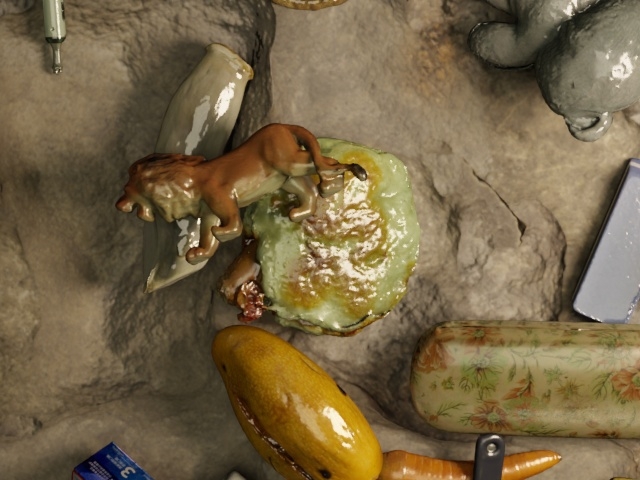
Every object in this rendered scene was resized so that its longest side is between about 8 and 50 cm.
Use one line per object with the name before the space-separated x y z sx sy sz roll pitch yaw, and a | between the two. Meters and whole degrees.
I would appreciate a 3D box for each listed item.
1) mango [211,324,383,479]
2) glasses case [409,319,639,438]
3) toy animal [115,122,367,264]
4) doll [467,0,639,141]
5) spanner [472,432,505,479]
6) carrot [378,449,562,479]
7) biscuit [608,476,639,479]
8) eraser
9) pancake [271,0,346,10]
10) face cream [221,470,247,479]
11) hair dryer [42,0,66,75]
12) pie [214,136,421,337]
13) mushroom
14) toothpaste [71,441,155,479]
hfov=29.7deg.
mango | -0.040 0.233 1.620 0.295 0.177 0.120 42 57 2
glasses case | 0.333 0.188 1.619 0.425 0.098 0.156 1 112 4
toy animal | -0.109 -0.078 1.539 0.312 0.097 0.157 -24 79 2
doll | 0.318 -0.301 1.575 0.246 0.158 0.340 -44 63 11
spanner | 0.226 0.408 1.661 0.087 0.024 0.315 3 107 -5
carrot | 0.198 0.324 1.669 0.271 0.066 0.062 2 139 1
biscuit | 0.475 0.443 1.656 0.187 0.036 0.273 -18 99 -1
eraser | 0.416 0.004 1.633 0.082 0.036 0.225 21 96 1
pancake | -0.011 -0.407 1.630 0.199 0.021 0.199 0 96 3
face cream | -0.055 0.433 1.669 0.252 0.101 0.101 39 96 -1
hair dryer | -0.359 -0.325 1.650 0.100 0.057 0.197 0 104 4
pie | 0.009 0.000 1.633 0.257 0.105 0.274 16 96 -8
mushroom | -0.175 -0.096 1.632 0.109 0.097 0.351 13 93 4
toothpaste | -0.203 0.401 1.616 0.320 0.076 0.066 37 137 24
